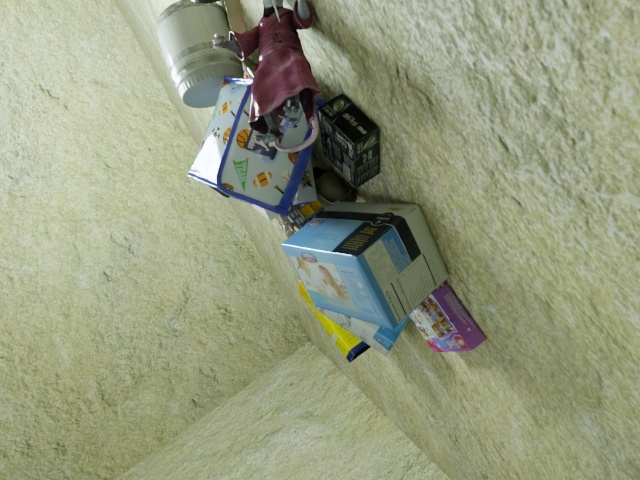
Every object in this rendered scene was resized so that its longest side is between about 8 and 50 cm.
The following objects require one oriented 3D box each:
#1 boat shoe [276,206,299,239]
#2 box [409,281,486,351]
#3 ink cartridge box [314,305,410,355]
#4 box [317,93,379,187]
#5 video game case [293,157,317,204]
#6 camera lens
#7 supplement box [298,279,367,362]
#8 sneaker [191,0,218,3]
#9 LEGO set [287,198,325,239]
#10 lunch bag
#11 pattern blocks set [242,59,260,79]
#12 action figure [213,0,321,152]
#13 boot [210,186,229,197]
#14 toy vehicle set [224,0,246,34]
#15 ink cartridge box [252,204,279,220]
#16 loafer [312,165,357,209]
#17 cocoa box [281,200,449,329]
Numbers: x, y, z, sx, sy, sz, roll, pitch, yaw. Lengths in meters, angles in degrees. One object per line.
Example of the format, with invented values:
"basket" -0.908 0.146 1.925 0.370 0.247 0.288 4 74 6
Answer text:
"boat shoe" -0.114 -0.079 2.444 0.324 0.123 0.116 61 174 9
"box" 0.331 0.216 1.676 0.200 0.057 0.293 56 166 4
"ink cartridge box" 0.141 0.247 2.061 0.308 0.129 0.223 32 162 11
"box" 0.071 -0.243 1.465 0.147 0.078 0.180 49 165 27
"video game case" -0.087 -0.232 1.893 0.269 0.061 0.244 179 83 -75
"camera lens" -0.364 -0.571 1.806 0.219 0.220 0.274 124 128 -76
"supplement box" 0.092 0.270 2.340 0.356 0.194 0.195 53 166 15
"sneaker" -0.315 -0.721 1.512 0.124 0.107 0.283 99 158 -53
"LEGO set" 0.000 0.000 2.032 0.255 0.192 0.331 54 167 9
"lunch bag" -0.163 -0.261 1.620 0.239 0.327 0.386 18 -175 -41
"pattern blocks set" -0.230 -0.532 1.942 0.325 0.026 0.285 50 162 27
"action figure" -0.076 -0.424 1.355 0.276 0.248 0.369 27 -126 -62
"boot" -0.299 -0.316 2.061 0.138 0.284 0.377 35 -174 -20
"toy vehicle set" -0.226 -0.644 1.431 0.166 0.035 0.266 83 174 -64
"ink cartridge box" -0.201 -0.230 2.249 0.171 0.168 0.232 39 158 51
"loafer" 0.021 -0.160 1.799 0.251 0.094 0.087 37 161 55
"cocoa box" 0.108 0.051 1.555 0.347 0.228 0.231 8 131 55
